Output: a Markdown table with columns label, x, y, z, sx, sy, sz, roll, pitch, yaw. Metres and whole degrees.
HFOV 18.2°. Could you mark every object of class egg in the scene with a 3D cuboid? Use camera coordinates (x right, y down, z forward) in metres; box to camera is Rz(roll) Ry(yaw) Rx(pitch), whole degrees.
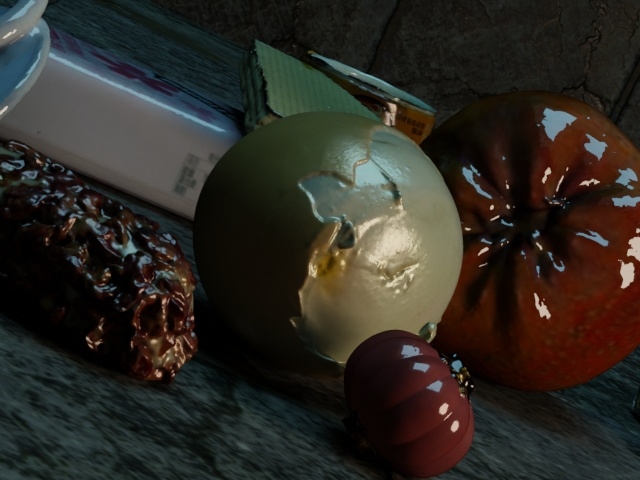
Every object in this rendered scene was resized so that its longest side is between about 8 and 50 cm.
| label | x | y | z | sx | sy | sz | roll | pitch | yaw |
| --- | --- | --- | --- | --- | --- | --- | --- | --- | --- |
| egg | 0.000 | 0.000 | 1.511 | 0.201 | 0.201 | 0.244 | 21 | -1 | -31 |

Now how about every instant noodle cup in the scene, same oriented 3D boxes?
| label | x | y | z | sx | sy | sz | roll | pitch | yaw |
| --- | --- | --- | --- | --- | --- | --- | --- | --- | --- |
| instant noodle cup | 0.021 | -0.102 | 2.227 | 0.215 | 0.172 | 0.216 | 25 | 8 | -4 |

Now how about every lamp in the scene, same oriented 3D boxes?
| label | x | y | z | sx | sy | sz | roll | pitch | yaw |
| --- | --- | --- | --- | --- | --- | --- | --- | --- | --- |
| lamp | 0.061 | 0.113 | 1.374 | 0.107 | 0.092 | 0.107 | 59 | -3 | 6 |

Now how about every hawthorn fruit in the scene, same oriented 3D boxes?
| label | x | y | z | sx | sy | sz | roll | pitch | yaw |
| --- | --- | --- | --- | --- | --- | --- | --- | --- | --- |
| hawthorn fruit | 0.200 | 0.010 | 1.863 | 0.277 | 0.277 | 0.298 | 30 | 0 | 20 |

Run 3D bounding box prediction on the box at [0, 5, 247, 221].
| label | x | y | z | sx | sy | sz | roll | pitch | yaw |
| --- | --- | --- | --- | --- | --- | --- | --- | --- | --- |
| box | -0.169 | -0.107 | 1.917 | 0.369 | 0.112 | 0.190 | 24 | 8 | -19 |

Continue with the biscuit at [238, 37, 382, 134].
| label | x | y | z | sx | sy | sz | roll | pitch | yaw |
| --- | --- | --- | --- | --- | --- | --- | --- | --- | --- |
| biscuit | -0.008 | -0.113 | 1.905 | 0.150 | 0.052 | 0.252 | 28 | 17 | -16 |

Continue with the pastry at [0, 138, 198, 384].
| label | x | y | z | sx | sy | sz | roll | pitch | yaw |
| --- | --- | --- | --- | --- | --- | --- | --- | --- | --- |
| pastry | -0.165 | 0.011 | 1.316 | 0.208 | 0.097 | 0.115 | 32 | 21 | 25 |

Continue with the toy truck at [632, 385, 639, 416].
| label | x | y | z | sx | sy | sz | roll | pitch | yaw |
| --- | --- | --- | --- | --- | --- | --- | --- | --- | --- |
| toy truck | 0.406 | 0.151 | 1.934 | 0.124 | 0.157 | 0.272 | 25 | 9 | -7 |

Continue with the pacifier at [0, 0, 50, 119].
| label | x | y | z | sx | sy | sz | roll | pitch | yaw |
| --- | --- | --- | --- | --- | --- | --- | --- | --- | --- |
| pacifier | -0.286 | -0.105 | 1.488 | 0.279 | 0.227 | 0.207 | 37 | -26 | 48 |
